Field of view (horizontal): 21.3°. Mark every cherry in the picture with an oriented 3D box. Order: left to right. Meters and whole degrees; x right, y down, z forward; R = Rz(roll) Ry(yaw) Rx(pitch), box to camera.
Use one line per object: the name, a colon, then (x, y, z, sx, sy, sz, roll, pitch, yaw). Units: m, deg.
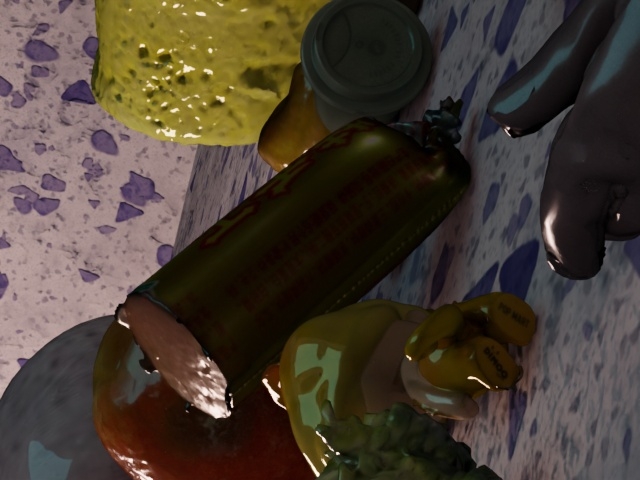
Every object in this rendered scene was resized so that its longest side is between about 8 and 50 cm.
cherry: (-0.185, 0.229, 1.668, 0.335, 0.291, 0.327, 86, 179, -77)

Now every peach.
peach: (-0.081, 0.119, 1.425, 0.257, 0.232, 0.232, 94, -173, -67)

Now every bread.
bread: (-0.130, -0.290, 2.059, 0.348, 0.348, 0.308, -94, 17, -63)

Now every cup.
cup: (0.036, -0.152, 1.574, 0.141, 0.120, 0.120, 109, 173, -69)

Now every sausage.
sausage: (0.002, -0.006, 1.277, 0.317, 0.117, 0.125, -41, 29, -18)

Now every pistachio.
pistachio: (0.007, -0.126, 1.743, 0.189, 0.100, 0.110, -51, 46, 46)

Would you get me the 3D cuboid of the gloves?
gloves: (0.165, -0.084, 0.720, 0.119, 0.142, 0.285, -45, -15, -44)

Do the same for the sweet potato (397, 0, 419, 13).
sweet potato: (0.080, -0.237, 1.666, 0.117, 0.049, 0.049, -46, 28, 48)

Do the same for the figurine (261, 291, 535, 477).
figurine: (0.050, 0.093, 1.125, 0.246, 0.131, 0.156, -35, 26, 54)

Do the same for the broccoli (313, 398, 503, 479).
broccoli: (-0.018, 0.216, 0.915, 0.247, 0.243, 0.263, -33, 46, 55)
